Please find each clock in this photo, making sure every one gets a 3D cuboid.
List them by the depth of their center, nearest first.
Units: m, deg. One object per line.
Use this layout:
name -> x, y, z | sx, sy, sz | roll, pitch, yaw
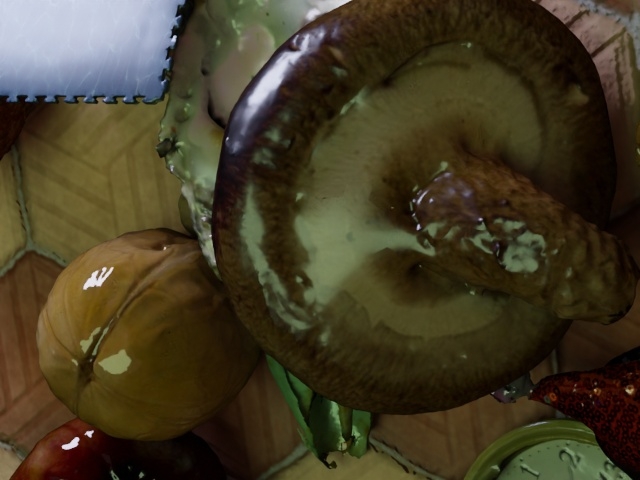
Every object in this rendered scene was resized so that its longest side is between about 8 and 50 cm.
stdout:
clock -> 0.224, 0.262, 1.636 | 0.237, 0.057, 0.237 | 7, 103, 31

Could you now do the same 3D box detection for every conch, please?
conch -> 0.012, 0.130, 1.737 | 0.106, 0.079, 0.170 | 0, 117, 39

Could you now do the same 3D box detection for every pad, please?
pad -> -0.227, -0.245, 1.737 | 0.269, 0.012, 0.269 | 1, 70, 25

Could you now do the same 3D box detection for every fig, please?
fig -> -0.197, 0.279, 1.826 | 0.263, 0.224, 0.224 | -43, 77, 35

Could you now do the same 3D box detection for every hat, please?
hat -> 0.240, 0.137, 1.545 | 0.227, 0.129, 0.140 | 5, 101, 30

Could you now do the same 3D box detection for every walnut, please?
walnut -> -0.153, 0.082, 1.734 | 0.193, 0.225, 0.193 | 6, 110, 17

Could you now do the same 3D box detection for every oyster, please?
oyster -> -0.044, -0.137, 1.687 | 0.201, 0.107, 0.354 | 19, 91, 24

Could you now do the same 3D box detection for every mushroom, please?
mushroom -> 0.075, -0.032, 1.528 | 0.345, 0.345, 0.239 | 49, 158, 14

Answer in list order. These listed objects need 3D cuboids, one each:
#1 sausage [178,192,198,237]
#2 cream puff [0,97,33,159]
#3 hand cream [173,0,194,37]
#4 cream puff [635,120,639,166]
sausage -> 0.000, -0.002, 1.715 | 0.301, 0.066, 0.066 | 14, 109, 28
cream puff -> -0.386, -0.148, 1.863 | 0.240, 0.164, 0.240 | -3, 81, 22
hand cream -> -0.176, -0.202, 1.794 | 0.175, 0.046, 0.095 | -21, 90, 41
cream puff -> 0.303, -0.077, 1.472 | 0.126, 0.103, 0.144 | 2, 108, 32
